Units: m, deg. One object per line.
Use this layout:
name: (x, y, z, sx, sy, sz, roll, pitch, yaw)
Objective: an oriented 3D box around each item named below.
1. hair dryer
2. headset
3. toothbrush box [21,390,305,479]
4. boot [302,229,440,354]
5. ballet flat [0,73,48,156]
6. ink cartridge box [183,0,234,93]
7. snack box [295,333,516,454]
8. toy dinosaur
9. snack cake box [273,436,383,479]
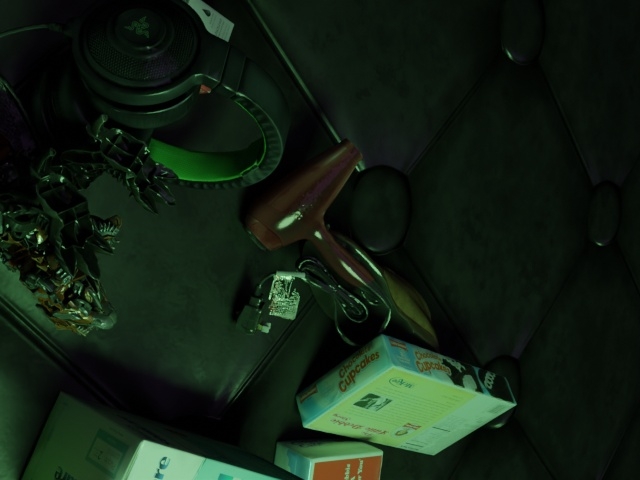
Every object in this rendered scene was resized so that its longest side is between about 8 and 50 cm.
hair dryer: (0.000, 0.000, 1.058, 0.223, 0.080, 0.294, 6, 103, -17)
headset: (-0.212, -0.190, 0.801, 0.394, 0.243, 0.185, 25, 61, -30)
toothbrush box: (-0.167, 0.298, 0.895, 0.295, 0.216, 0.126, 29, 76, -38)
boot: (0.080, 0.080, 1.179, 0.305, 0.112, 0.115, 48, 31, -25)
ballet flat: (-0.334, -0.129, 0.809, 0.057, 0.049, 0.173, -46, 122, -28)
ink cartridge box: (-0.183, -0.251, 0.911, 0.135, 0.056, 0.099, 26, 79, -46)
snack box: (0.141, 0.251, 1.181, 0.322, 0.187, 0.060, 24, 36, -40)
toy dinosaur: (-0.288, -0.032, 0.749, 0.322, 0.218, 0.164, 51, 46, -44)
snack cake box: (-0.003, 0.439, 1.135, 0.152, 0.089, 0.264, 9, 89, -39)
